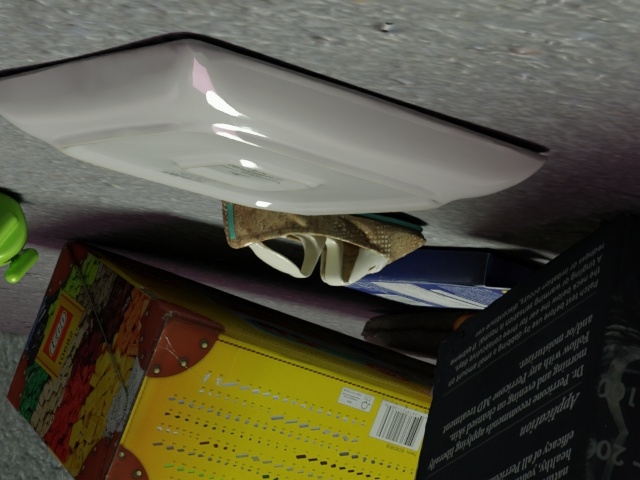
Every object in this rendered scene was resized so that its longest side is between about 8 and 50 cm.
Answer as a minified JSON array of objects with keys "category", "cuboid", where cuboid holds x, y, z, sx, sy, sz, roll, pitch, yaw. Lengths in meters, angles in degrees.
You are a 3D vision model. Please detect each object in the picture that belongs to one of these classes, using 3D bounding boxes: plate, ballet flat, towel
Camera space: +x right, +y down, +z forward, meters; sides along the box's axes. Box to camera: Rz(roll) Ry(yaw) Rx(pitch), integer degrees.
[{"category":"plate","cuboid":[-0.044,-0.061,1.234,0.277,0.045,0.278,14,171,-34]},{"category":"ballet flat","cuboid":[0.000,0.000,1.511,0.206,0.067,0.073,15,169,-38]},{"category":"towel","cuboid":[0.185,0.114,2.163,0.187,0.049,0.282,15,171,-24]}]

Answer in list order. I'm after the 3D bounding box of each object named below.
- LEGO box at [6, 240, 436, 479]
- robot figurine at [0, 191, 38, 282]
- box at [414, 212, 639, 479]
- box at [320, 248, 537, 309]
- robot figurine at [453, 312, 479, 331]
[{"category":"LEGO box","cuboid":[-0.026,0.193,1.975,0.500,0.193,0.372,20,-178,-23]},{"category":"robot figurine","cuboid":[-0.308,-0.010,1.789,0.101,0.067,0.115,38,169,-3]},{"category":"box","cuboid":[0.311,0.313,1.414,0.480,0.471,0.297,24,148,-16]},{"category":"box","cuboid":[0.129,0.037,1.727,0.225,0.036,0.136,4,171,41]},{"category":"robot figurine","cuboid":[0.220,0.119,1.871,0.128,0.158,0.219,-31,157,17]}]
